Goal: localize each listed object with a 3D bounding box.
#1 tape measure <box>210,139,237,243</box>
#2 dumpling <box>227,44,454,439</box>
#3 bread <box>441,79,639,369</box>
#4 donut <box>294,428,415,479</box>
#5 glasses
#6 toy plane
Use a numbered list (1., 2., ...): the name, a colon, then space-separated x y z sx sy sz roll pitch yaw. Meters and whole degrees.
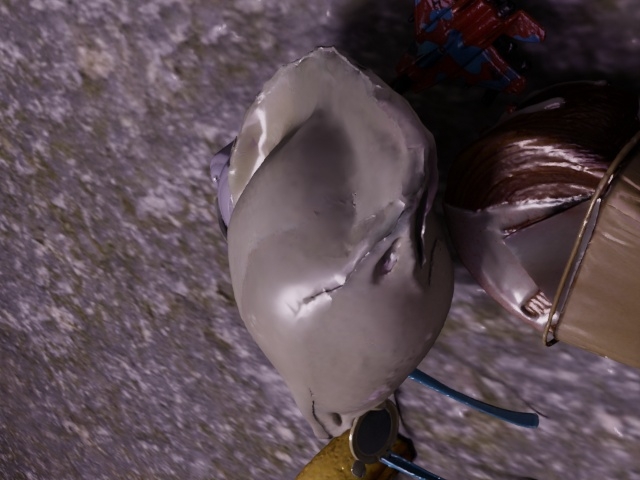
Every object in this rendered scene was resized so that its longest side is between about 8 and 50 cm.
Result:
1. tape measure: -0.025 -0.025 1.080 0.196 0.105 0.178 -9 117 51
2. dumpling: 0.000 0.002 0.908 0.260 0.181 0.341 57 173 31
3. bread: 0.199 -0.012 0.802 0.212 0.142 0.224 31 143 21
4. donut: 0.017 0.339 1.362 0.101 0.152 0.259 45 145 19
5. glasses: 0.139 0.199 1.186 0.221 0.088 0.189 8 132 19
6. toy plane: 0.097 -0.152 0.852 0.130 0.061 0.189 50 151 -3
